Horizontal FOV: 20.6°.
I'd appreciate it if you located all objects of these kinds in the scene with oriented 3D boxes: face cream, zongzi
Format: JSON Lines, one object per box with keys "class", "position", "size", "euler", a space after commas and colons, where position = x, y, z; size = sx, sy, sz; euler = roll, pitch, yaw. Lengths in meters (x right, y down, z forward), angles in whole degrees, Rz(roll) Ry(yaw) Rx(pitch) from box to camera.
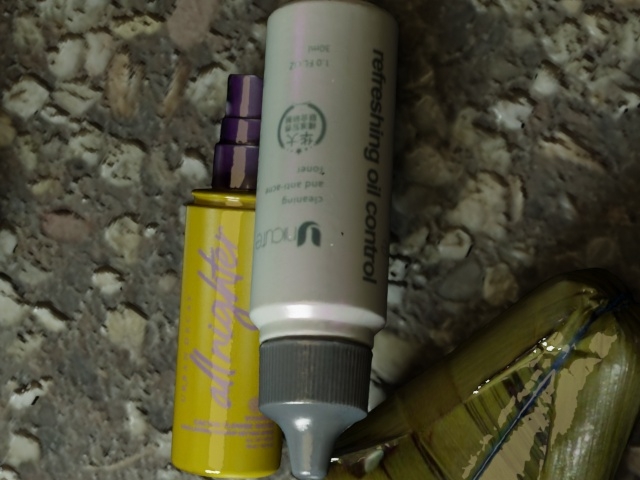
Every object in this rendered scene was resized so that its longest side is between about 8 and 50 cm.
{"class": "face cream", "position": [-0.057, 0.023, 1.214], "size": [0.078, 0.078, 0.273], "euler": [5, 93, 18]}
{"class": "face cream", "position": [0.000, 0.000, 1.143], "size": [0.092, 0.092, 0.311], "euler": [-1, 74, 18]}
{"class": "zongzi", "position": [0.157, 0.193, 1.120], "size": [0.260, 0.123, 0.289], "euler": [-38, 76, 18]}
